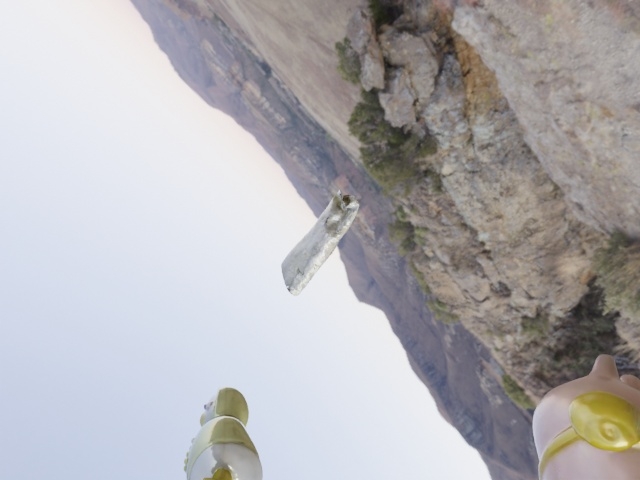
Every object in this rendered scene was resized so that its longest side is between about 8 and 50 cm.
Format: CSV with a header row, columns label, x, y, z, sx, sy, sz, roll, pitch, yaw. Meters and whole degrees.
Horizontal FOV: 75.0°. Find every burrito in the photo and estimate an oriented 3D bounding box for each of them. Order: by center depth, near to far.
label,x,y,z,sx,sy,sz,roll,pitch,yaw
burrito,0.000,0.000,0.822,0.060,0.226,0.087,25,-161,-37

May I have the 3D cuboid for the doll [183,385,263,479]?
label,x,y,z,sx,sy,sz,roll,pitch,yaw
doll,-0.169,0.343,0.706,0.296,0.117,0.141,-150,59,-70

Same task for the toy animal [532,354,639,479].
label,x,y,z,sx,sy,sz,roll,pitch,yaw
toy animal,0.246,0.221,0.354,0.165,0.248,0.149,32,157,-4
